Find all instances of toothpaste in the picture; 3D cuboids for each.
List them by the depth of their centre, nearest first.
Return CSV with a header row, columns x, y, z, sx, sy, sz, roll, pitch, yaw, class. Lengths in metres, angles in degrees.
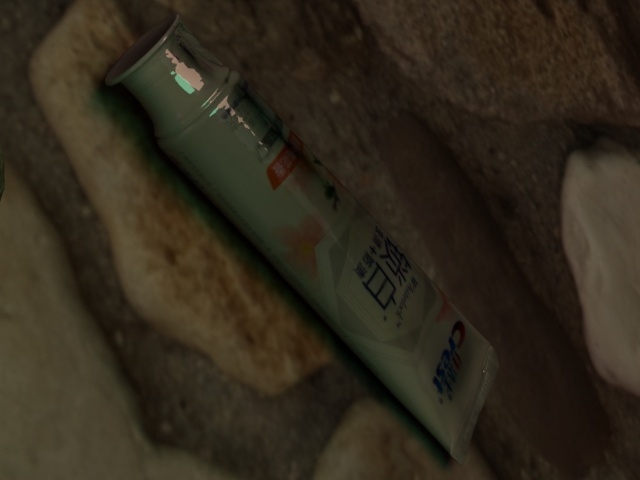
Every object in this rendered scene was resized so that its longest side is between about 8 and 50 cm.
x,y,z,sx,sy,sz,roll,pitch,yaw,class
0.000,0.000,0.950,0.323,0.066,0.100,47,42,-20,toothpaste

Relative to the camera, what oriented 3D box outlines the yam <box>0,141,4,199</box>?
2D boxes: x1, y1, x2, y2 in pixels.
x,y,z,sx,sy,sz,roll,pitch,yaw,class
-0.229,-0.025,0.732,0.169,0.068,0.068,-17,78,-50,yam
